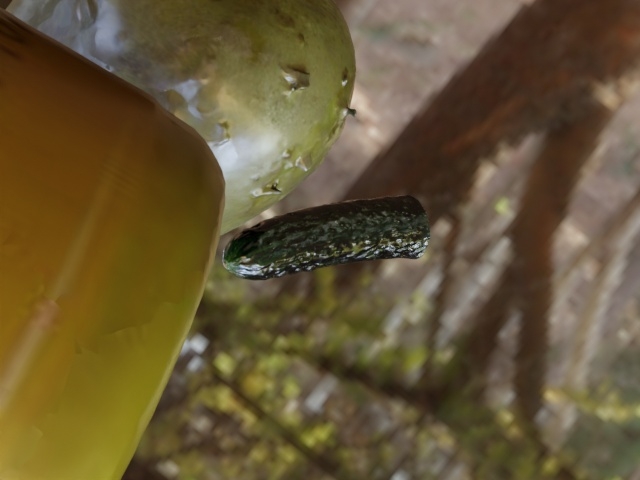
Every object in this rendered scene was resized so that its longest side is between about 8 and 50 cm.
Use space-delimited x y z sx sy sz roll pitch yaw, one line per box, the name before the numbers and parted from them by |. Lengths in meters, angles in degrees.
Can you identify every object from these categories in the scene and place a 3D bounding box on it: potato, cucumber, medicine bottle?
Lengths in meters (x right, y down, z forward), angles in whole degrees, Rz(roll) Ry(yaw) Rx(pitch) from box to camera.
potato | -0.151 -0.114 1.551 0.219 0.359 0.270 17 -128 -55
cucumber | 0.000 0.000 1.642 0.214 0.052 0.058 -10 -108 -42
medicine bottle | -0.238 -0.025 0.550 0.384 0.224 0.224 31 -172 -13
